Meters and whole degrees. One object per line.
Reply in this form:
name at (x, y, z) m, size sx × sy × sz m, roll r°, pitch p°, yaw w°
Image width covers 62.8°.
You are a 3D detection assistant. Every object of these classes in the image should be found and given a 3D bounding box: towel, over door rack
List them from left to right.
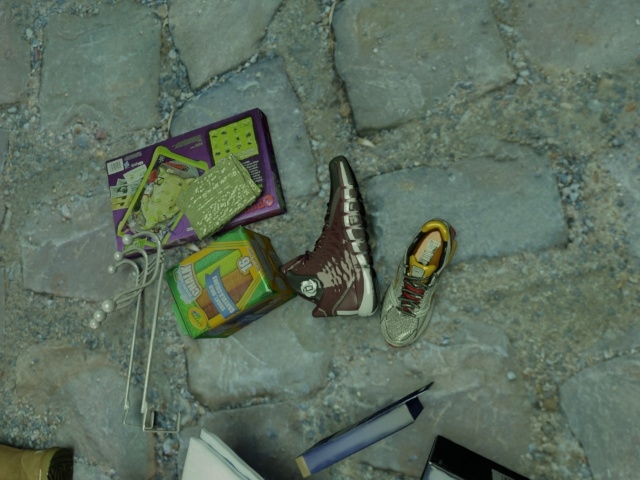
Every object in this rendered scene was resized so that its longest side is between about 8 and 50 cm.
over door rack at (-0.329, 0.169, 0.903) m, size 0.108 × 0.239 × 0.324 m, roll -2°, pitch 76°, yaw -28°
towel at (-0.188, -0.079, 0.964) m, size 0.148 × 0.027 × 0.110 m, roll -38°, pitch 74°, yaw 7°

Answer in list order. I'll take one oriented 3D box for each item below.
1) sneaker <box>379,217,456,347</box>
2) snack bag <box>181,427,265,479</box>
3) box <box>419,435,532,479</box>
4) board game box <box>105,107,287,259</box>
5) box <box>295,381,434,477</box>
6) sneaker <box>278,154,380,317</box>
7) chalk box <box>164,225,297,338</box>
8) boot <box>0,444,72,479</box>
sneaker at (0.151, 0.065, 0.854) m, size 0.088 × 0.093 × 0.225 m, roll 19°, pitch 88°, yaw 18°
snack bag at (-0.106, 0.509, 0.802) m, size 0.342 × 0.037 × 0.323 m, roll 29°, pitch 114°, yaw 28°
box at (0.240, 0.486, 0.718) m, size 0.296 × 0.183 × 0.294 m, roll 21°, pitch 89°, yaw 19°
board game box at (-0.250, -0.106, 1.024) m, size 0.347 × 0.056 × 0.208 m, roll -15°, pitch 73°, yaw 14°
box at (0.082, 0.290, 0.816) m, size 0.225 × 0.136 × 0.036 m, roll -32°, pitch 73°, yaw 9°
sneaker at (0.000, 0.000, 0.896) m, size 0.163 × 0.106 × 0.281 m, roll -11°, pitch 79°, yaw 10°
chalk box at (-0.175, 0.090, 0.924) m, size 0.213 × 0.132 × 0.132 m, roll -32°, pitch 74°, yaw 9°
boot at (-0.618, 0.510, 1.016) m, size 0.270 × 0.089 × 0.236 m, roll -5°, pitch 69°, yaw 15°
